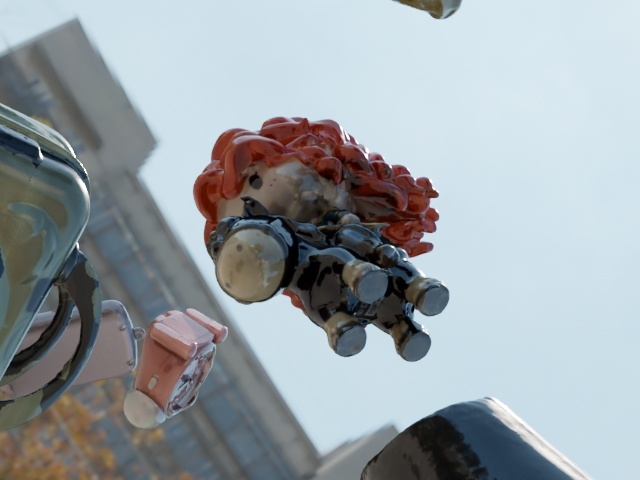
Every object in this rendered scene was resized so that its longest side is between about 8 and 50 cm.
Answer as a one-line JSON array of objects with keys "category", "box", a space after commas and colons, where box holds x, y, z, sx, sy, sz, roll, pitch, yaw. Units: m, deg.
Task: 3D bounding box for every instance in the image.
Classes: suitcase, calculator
[{"category": "suitcase", "box": [-0.346, 0.036, 1.319, 0.339, 0.351, 0.194, 26, 10, -31]}, {"category": "calculator", "box": [-0.273, 0.116, 1.660, 0.032, 0.175, 0.100, -109, -170, -48]}]

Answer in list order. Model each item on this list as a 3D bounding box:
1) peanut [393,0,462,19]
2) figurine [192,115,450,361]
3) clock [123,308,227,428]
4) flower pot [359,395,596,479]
[{"category": "peanut", "box": [0.093, -0.365, 1.826, 0.110, 0.197, 0.233, -20, -92, 30]}, {"category": "figurine", "box": [-0.005, 0.004, 1.849, 0.411, 0.306, 0.241, -91, -174, -66]}, {"category": "clock", "box": [-0.224, 0.190, 2.284, 0.093, 0.166, 0.162, 27, -73, 14]}, {"category": "flower pot", "box": [0.205, 0.355, 2.017, 0.251, 0.379, 0.379, 59, -27, 24]}]
